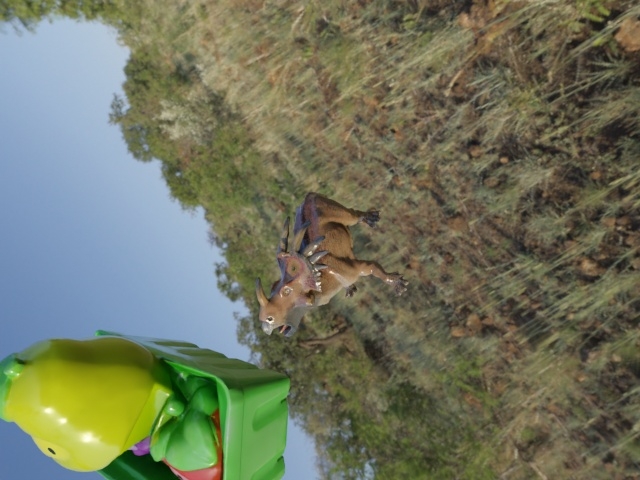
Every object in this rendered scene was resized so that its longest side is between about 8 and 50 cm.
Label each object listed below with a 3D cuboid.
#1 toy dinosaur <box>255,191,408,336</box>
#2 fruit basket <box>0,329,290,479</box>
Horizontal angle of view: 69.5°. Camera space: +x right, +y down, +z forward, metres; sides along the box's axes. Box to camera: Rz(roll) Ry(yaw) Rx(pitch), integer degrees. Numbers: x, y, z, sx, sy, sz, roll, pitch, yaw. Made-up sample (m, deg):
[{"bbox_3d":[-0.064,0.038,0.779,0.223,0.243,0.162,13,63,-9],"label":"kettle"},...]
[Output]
[{"bbox_3d":[0.000,0.000,0.692,0.200,0.127,0.295,25,-143,-31],"label":"toy dinosaur"},{"bbox_3d":[-0.271,0.264,0.674,0.392,0.393,0.282,-155,69,-84],"label":"fruit basket"}]
